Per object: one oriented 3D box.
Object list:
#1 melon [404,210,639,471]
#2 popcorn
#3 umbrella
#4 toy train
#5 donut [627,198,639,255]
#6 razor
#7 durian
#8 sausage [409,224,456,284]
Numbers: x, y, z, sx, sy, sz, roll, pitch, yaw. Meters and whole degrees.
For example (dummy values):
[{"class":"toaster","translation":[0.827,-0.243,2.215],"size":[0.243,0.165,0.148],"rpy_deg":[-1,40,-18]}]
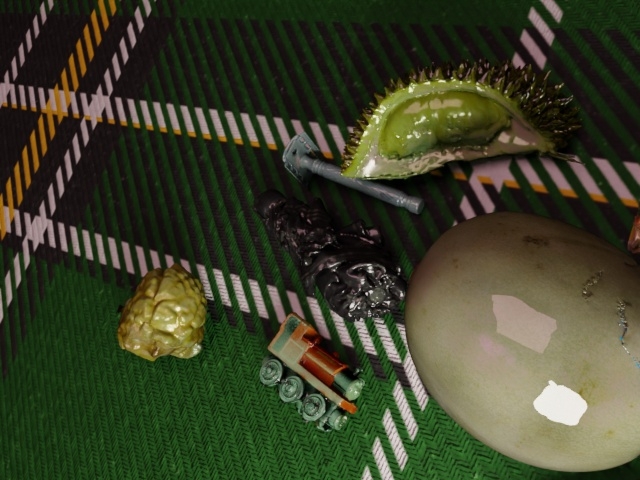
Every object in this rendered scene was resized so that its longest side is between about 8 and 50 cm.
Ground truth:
[{"class":"melon","translation":[0.251,0.116,0.834],"size":[0.330,0.268,0.269],"rpy_deg":[32,86,25]},{"class":"popcorn","translation":[-0.265,0.123,1.225],"size":[0.173,0.142,0.174],"rpy_deg":[-22,63,54]},{"class":"umbrella","translation":[0.012,0.000,1.131],"size":[0.337,0.154,0.128],"rpy_deg":[-127,49,-55]},{"class":"toy train","translation":[-0.011,0.195,1.077],"size":[0.176,0.074,0.118],"rpy_deg":[30,82,39]},{"class":"donut","translation":[0.469,0.025,0.817],"size":[0.199,0.085,0.233],"rpy_deg":[-22,56,-16]},{"class":"razor","translation":[0.059,-0.094,1.171],"size":[0.232,0.106,0.068],"rpy_deg":[23,82,25]},{"class":"durian","translation":[0.200,-0.181,1.094],"size":[0.351,0.158,0.169],"rpy_deg":[-5,99,18]},{"class":"sausage","translation":[0.183,0.037,1.029],"size":[0.141,0.076,0.076],"rpy_deg":[-49,53,-1]}]
